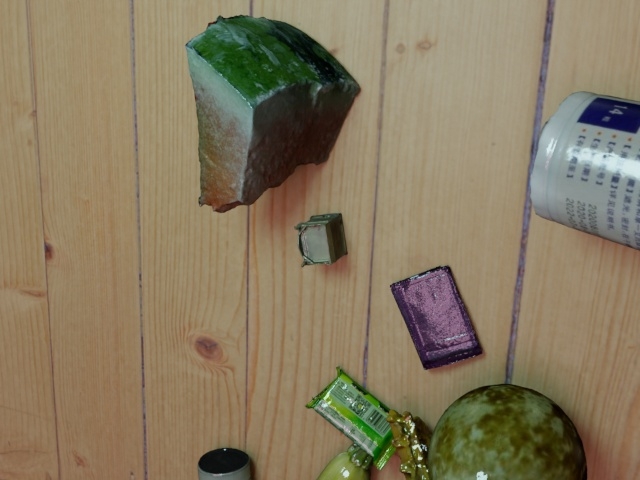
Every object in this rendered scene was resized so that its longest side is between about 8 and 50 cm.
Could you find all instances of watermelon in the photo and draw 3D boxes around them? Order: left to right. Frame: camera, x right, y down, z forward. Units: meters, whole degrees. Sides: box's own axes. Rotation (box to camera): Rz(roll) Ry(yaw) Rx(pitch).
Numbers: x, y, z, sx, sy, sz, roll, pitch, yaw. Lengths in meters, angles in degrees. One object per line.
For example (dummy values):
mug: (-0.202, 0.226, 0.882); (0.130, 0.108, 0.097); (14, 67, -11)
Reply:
watermelon: (-0.070, -0.204, 1.114); (0.151, 0.264, 0.302); (17, 120, 32)

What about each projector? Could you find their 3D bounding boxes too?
projector: (-0.185, 0.601, 1.423); (0.108, 0.108, 0.337); (3, 104, 22)

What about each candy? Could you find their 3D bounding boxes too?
candy: (0.070, 0.321, 1.267); (0.178, 0.032, 0.102); (37, 81, 12)

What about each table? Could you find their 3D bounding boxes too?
table: (0.000, 0.000, 1.209); (0.062, 0.083, 0.079); (-6, 101, 23)

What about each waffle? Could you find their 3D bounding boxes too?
waffle: (0.170, 0.434, 1.129); (0.069, 0.293, 0.259); (-26, 104, 25)

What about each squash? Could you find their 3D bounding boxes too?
squash: (0.021, 0.481, 1.296); (0.137, 0.137, 0.287); (25, 108, 15)

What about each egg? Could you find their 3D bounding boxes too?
egg: (0.282, 0.348, 1.062); (0.238, 0.289, 0.238); (4, 102, 19)

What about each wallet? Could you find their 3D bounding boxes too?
wallet: (0.197, 0.134, 1.189); (0.111, 0.030, 0.166); (-21, 93, 26)

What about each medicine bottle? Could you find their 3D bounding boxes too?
medicine bottle: (0.461, -0.069, 0.886); (0.332, 0.190, 0.190); (24, 112, 38)

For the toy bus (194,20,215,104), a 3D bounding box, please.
toy bus: (-0.169, -0.277, 1.208); (0.081, 0.089, 0.195); (22, 110, 17)
